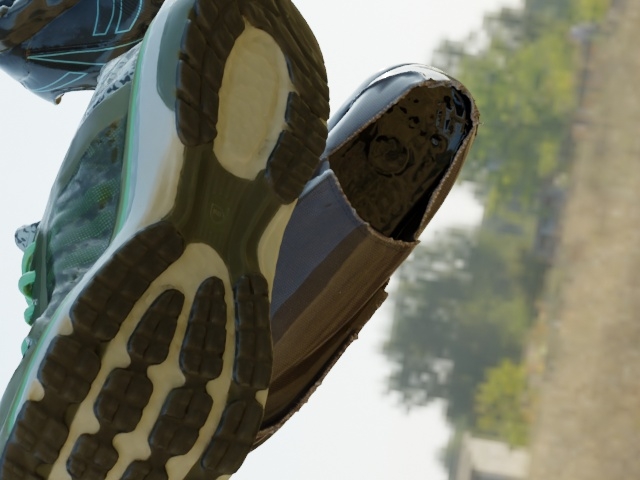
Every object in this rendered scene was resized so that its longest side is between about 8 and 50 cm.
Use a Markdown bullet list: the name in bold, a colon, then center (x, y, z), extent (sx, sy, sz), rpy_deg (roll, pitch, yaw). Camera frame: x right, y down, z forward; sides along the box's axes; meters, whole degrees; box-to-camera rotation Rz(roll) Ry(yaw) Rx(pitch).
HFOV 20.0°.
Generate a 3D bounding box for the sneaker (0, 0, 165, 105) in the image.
- **sneaker**: center (-0.146, -0.183, 1.390), extent (0.106, 0.267, 0.101), rpy_deg (53, -143, -28)

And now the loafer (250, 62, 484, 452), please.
- **loafer**: center (0.000, 0.000, 1.398), extent (0.366, 0.134, 0.130), rpy_deg (-58, 8, -15)

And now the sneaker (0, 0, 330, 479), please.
- **sneaker**: center (-0.125, 0.028, 1.123), extent (0.158, 0.182, 0.410), rpy_deg (38, -123, -31)
